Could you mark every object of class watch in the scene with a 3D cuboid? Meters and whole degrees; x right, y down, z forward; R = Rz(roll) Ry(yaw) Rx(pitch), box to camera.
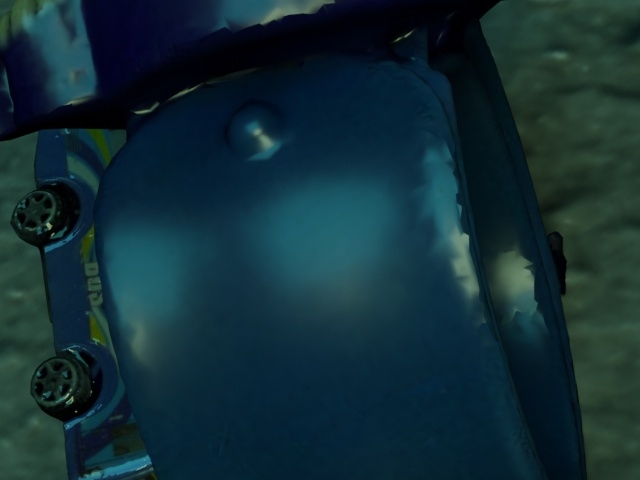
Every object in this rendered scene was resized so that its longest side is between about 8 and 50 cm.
[{"bbox_3d":[0.003,-0.001,0.458,0.171,0.196,0.200,-15,92,23],"label":"watch"}]

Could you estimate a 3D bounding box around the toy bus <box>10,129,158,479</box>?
[{"bbox_3d":[-0.069,0.023,0.544,0.061,0.051,0.153,-17,59,6],"label":"toy bus"}]
